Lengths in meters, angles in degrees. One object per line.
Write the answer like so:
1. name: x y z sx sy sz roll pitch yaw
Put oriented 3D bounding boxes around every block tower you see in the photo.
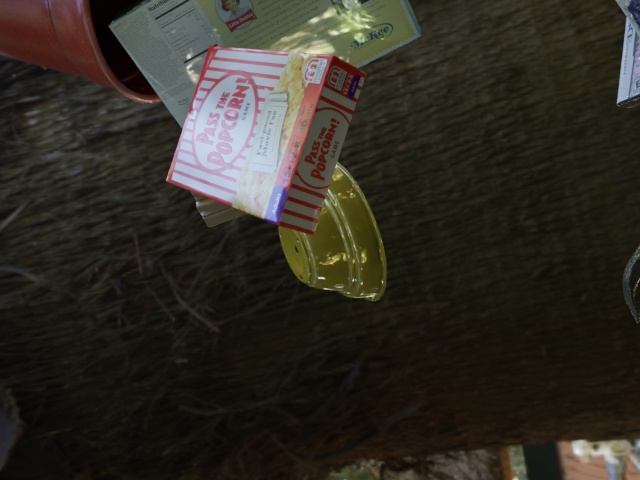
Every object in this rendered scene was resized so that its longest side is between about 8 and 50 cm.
1. block tower: -0.213 -0.181 1.413 0.335 0.097 0.090 -104 -7 -46

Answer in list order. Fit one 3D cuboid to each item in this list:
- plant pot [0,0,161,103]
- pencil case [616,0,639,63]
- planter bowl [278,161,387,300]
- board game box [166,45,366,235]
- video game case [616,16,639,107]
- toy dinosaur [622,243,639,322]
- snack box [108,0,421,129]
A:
1. plant pot: -0.333 -0.338 0.918 0.272 0.265 0.272 12 -90 -70
2. pencil case: 0.358 -0.372 0.771 0.410 0.184 0.160 48 -171 -10
3. planter bowl: 0.000 0.000 0.962 0.217 0.091 0.217 54 157 37
4. board game box: -0.058 -0.100 0.632 0.045 0.194 0.146 16 -87 -43
5. video game case: 0.666 -0.400 1.266 0.275 0.035 0.248 165 115 -75
6. toy dinosaur: 0.337 -0.078 0.574 0.160 0.121 0.313 -23 -63 -59
7. snack box: -0.064 -0.260 0.816 0.187 0.322 0.060 57 -162 -31
